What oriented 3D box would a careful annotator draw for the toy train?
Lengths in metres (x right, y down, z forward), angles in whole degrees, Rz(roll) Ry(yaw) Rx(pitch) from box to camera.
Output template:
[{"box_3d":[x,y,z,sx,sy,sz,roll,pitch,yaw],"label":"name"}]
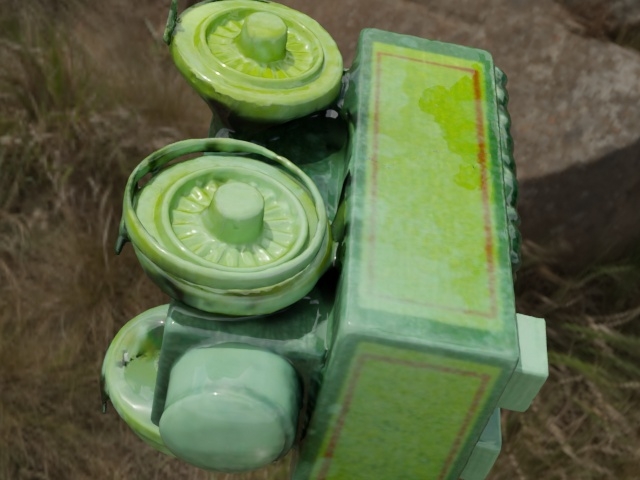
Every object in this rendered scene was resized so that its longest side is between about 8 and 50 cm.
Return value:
[{"box_3d":[0.000,0.000,0.542,0.188,0.159,0.272,11,43,-5],"label":"toy train"}]
